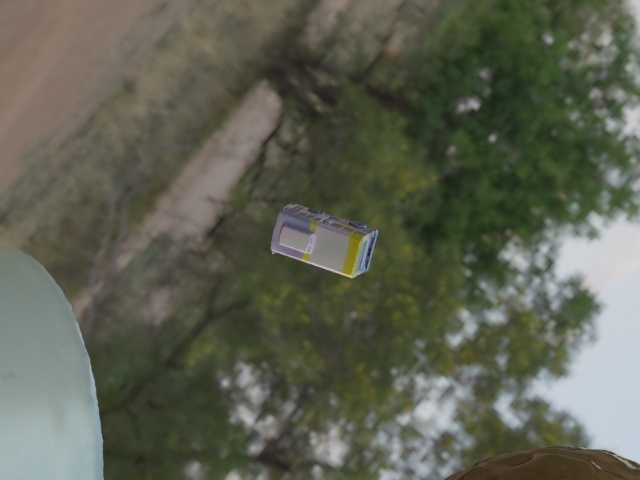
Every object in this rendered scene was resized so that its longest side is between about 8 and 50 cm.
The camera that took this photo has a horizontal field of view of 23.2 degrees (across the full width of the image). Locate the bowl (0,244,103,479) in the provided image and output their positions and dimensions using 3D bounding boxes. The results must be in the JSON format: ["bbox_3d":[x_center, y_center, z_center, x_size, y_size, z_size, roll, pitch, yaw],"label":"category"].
[{"bbox_3d":[-0.238,0.130,0.803,0.277,0.145,0.277,-16,-111,51],"label":"bowl"}]

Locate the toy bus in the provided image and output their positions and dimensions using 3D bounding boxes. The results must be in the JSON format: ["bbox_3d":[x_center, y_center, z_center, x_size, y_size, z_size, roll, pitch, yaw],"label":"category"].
[{"bbox_3d":[0.000,0.000,1.595,0.058,0.102,0.052,-29,135,-68],"label":"toy bus"}]

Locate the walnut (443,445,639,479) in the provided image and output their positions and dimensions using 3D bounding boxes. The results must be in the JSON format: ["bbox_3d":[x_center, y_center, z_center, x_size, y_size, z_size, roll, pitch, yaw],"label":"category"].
[{"bbox_3d":[0.191,0.308,1.252,0.313,0.252,0.277,-28,-130,32],"label":"walnut"}]
